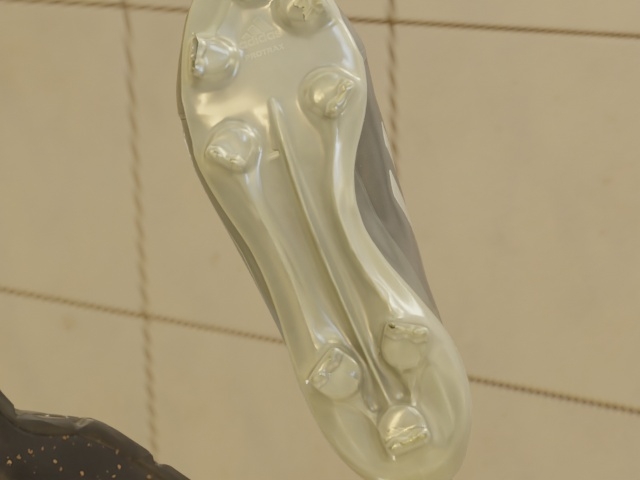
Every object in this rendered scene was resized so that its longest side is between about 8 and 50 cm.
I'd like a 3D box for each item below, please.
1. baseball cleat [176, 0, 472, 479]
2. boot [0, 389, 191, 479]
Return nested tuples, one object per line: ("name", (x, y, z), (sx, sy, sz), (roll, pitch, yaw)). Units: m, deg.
("baseball cleat", (0.000, 0.000, 0.683), (0.072, 0.109, 0.206), (-16, 72, 1))
("boot", (-0.185, 0.113, 0.565), (0.338, 0.223, 0.118), (36, 160, -20))
